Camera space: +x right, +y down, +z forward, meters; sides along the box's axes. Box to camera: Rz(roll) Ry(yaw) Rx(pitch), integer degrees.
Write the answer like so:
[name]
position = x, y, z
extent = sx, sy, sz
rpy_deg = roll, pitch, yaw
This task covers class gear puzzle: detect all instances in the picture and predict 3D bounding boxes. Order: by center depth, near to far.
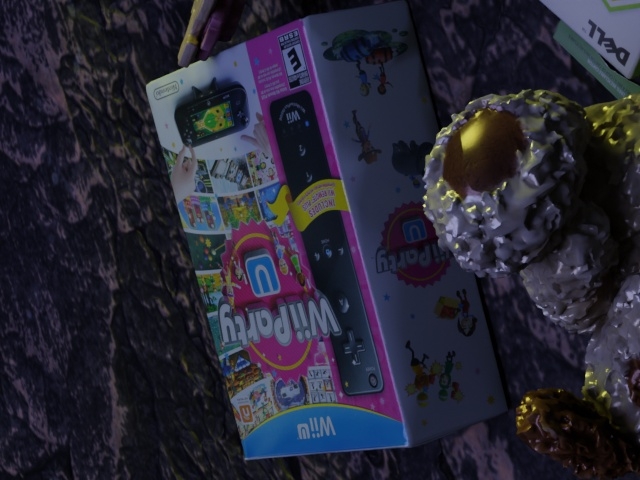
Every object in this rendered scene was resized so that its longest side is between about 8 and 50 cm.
[gear puzzle]
position = -0.019, -0.279, 1.320
extent = 0.339, 0.044, 0.175
rpy_deg = 118, 168, -46

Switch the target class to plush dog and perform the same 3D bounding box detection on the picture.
[plush dog]
position = 0.199, 0.028, 1.075
extent = 0.210, 0.262, 0.225
rpy_deg = 80, 176, -76

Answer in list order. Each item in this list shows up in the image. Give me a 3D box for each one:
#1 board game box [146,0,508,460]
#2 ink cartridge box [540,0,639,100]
[board game box]
position = 0.000, 0.000, 1.408
extent = 0.224, 0.097, 0.303
rpy_deg = -14, 91, 55
[ink cartridge box]
position = 0.182, -0.168, 1.126
extent = 0.109, 0.062, 0.209
rpy_deg = 48, 137, 32
